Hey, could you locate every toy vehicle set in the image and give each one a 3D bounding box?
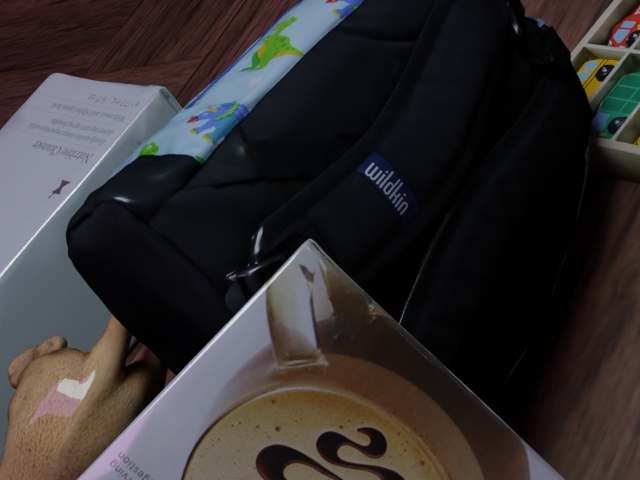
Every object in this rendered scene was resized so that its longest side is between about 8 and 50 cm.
[{"bbox_3d":[0.281,-0.155,0.900,0.267,0.035,0.166,-50,34,-14],"label":"toy vehicle set"}]

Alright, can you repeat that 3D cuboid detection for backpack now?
[{"bbox_3d":[0.034,-0.035,0.791,0.356,0.290,0.273,-54,19,-23],"label":"backpack"}]

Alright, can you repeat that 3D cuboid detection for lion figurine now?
[{"bbox_3d":[-0.172,0.180,0.756,0.240,0.142,0.392,-133,52,-82],"label":"lion figurine"}]

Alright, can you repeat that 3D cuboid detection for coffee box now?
[{"bbox_3d":[0.045,0.167,0.517,0.168,0.297,0.119,-45,-7,-10],"label":"coffee box"}]

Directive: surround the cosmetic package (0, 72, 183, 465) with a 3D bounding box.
[{"bbox_3d":[-0.273,0.039,1.113,0.217,0.156,0.385,13,59,49],"label":"cosmetic package"}]
